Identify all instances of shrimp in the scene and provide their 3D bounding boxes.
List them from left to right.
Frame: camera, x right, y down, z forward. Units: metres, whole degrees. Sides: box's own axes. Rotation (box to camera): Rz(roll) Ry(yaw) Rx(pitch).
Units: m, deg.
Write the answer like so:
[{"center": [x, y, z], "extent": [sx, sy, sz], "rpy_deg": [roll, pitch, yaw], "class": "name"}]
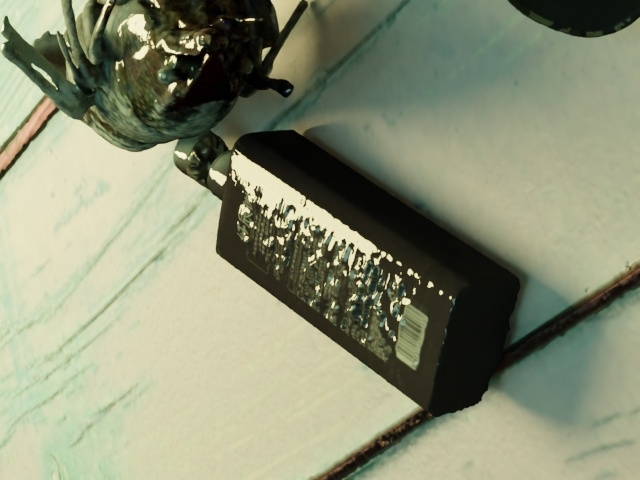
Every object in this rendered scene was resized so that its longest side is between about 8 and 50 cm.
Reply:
[{"center": [-0.114, -0.135, 1.242], "extent": [0.410, 0.221, 0.166], "rpy_deg": [139, 114, -70], "class": "shrimp"}]

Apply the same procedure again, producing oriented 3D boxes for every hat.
[{"center": [0.142, -0.173, 1.038], "extent": [0.050, 0.121, 0.121], "rpy_deg": [-159, 58, -88], "class": "hat"}]

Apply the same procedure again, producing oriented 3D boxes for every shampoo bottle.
[{"center": [0.000, -0.001, 1.238], "extent": [0.309, 0.071, 0.098], "rpy_deg": [35, 125, 39], "class": "shampoo bottle"}]
